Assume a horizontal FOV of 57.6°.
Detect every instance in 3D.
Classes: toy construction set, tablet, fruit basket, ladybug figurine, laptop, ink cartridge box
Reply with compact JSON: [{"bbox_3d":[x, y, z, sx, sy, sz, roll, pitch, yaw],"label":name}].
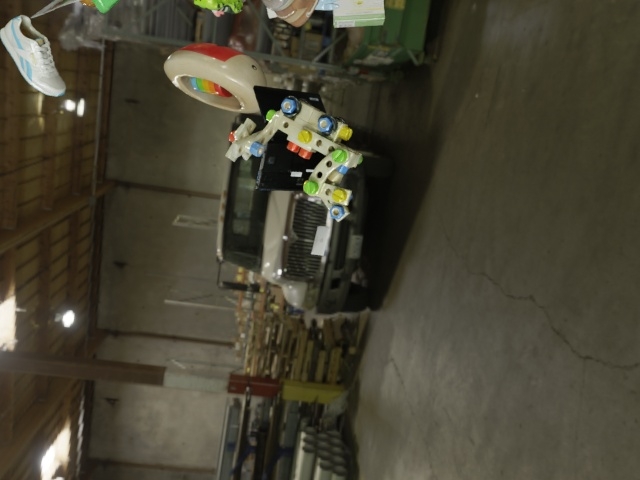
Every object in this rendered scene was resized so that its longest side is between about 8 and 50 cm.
[{"bbox_3d":[-0.045,-0.204,1.341,0.215,0.327,0.151,-65,-5,17],"label":"toy construction set"},{"bbox_3d":[0.000,0.000,1.639,0.054,0.006,0.083,5,80,50],"label":"tablet"},{"bbox_3d":[-0.732,-0.842,1.863,0.327,0.352,0.165,-64,-36,-37],"label":"fruit basket"},{"bbox_3d":[-0.376,-0.605,2.128,0.162,0.449,0.305,-65,-26,-11],"label":"ladybug figurine"},{"bbox_3d":[-0.091,-0.288,1.682,0.136,0.234,0.265,39,123,46],"label":"laptop"},{"bbox_3d":[0.123,-0.840,1.962,0.056,0.171,0.235,85,-178,-83],"label":"ink cartridge box"}]

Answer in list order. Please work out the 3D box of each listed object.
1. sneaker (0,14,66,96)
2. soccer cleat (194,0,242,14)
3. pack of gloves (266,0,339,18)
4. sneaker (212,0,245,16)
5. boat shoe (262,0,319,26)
[{"bbox_3d":[-0.788,-0.508,1.618,0.229,0.092,0.087,56,-149,-15],"label":"sneaker"},{"bbox_3d":[-0.256,-0.612,1.483,0.179,0.072,0.060,-43,-39,-64],"label":"soccer cleat"},{"bbox_3d":[-0.060,-0.652,1.435,0.046,0.231,0.195,-62,-35,-45],"label":"pack of gloves"},{"bbox_3d":[-0.329,-0.908,2.065,0.313,0.136,0.116,-9,51,47],"label":"sneaker"},{"bbox_3d":[-0.013,-0.616,1.273,0.123,0.116,0.325,26,83,42],"label":"boat shoe"}]
